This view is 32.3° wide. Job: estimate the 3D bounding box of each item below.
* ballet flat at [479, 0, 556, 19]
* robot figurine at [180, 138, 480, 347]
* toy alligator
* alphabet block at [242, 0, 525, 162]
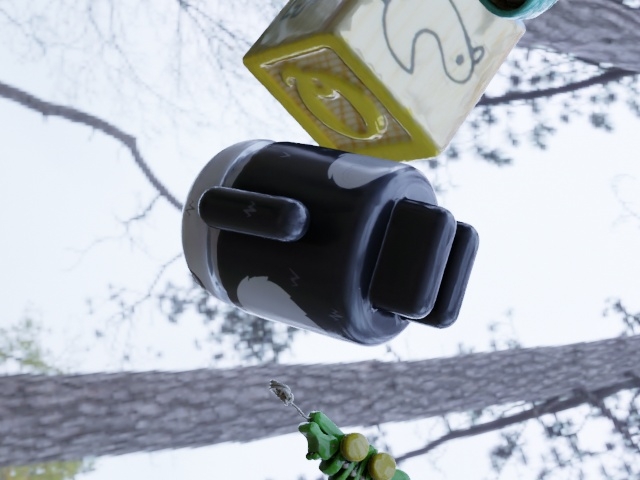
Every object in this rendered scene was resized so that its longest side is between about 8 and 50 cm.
[{"bbox_3d":[0.122,-0.275,0.817,0.083,0.087,0.247,-6,-61,38],"label":"ballet flat"},{"bbox_3d":[0.000,0.003,1.021,0.278,0.173,0.209,14,-45,30],"label":"robot figurine"},{"bbox_3d":[0.012,0.210,1.091,0.056,0.189,0.051,-17,-141,58],"label":"toy alligator"},{"bbox_3d":[0.069,-0.215,1.220,0.193,0.192,0.197,-5,-134,58],"label":"alphabet block"}]
